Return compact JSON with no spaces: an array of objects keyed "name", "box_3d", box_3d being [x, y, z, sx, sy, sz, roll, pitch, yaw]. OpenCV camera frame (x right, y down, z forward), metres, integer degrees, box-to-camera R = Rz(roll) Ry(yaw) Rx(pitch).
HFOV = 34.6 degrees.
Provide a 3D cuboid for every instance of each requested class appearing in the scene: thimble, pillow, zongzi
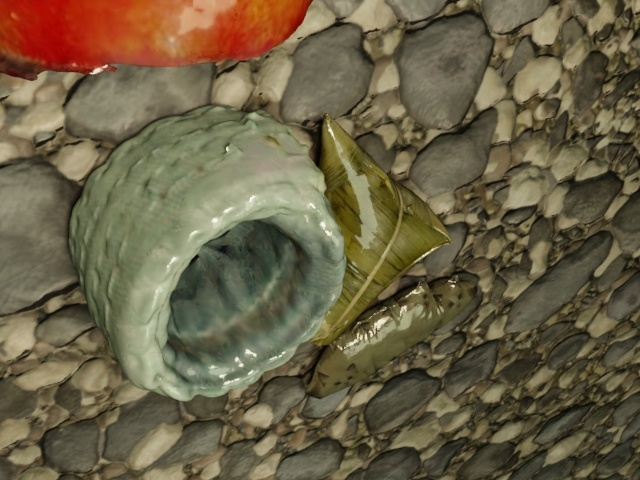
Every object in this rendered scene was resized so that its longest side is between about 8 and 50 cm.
[{"name":"thimble","box_3d":[-0.094,0.009,0.889,0.205,0.172,0.250,25,110,-45]},{"name":"pillow","box_3d":[0.078,0.102,1.193,0.241,0.051,0.093,-32,139,-6]},{"name":"zongzi","box_3d":[-0.002,0.001,1.013,0.205,0.094,0.204,-45,135,5]}]

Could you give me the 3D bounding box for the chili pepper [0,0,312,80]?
[{"name":"chili pepper","box_3d":[-0.120,-0.276,0.617,0.252,0.229,0.305,2,120,10]}]
